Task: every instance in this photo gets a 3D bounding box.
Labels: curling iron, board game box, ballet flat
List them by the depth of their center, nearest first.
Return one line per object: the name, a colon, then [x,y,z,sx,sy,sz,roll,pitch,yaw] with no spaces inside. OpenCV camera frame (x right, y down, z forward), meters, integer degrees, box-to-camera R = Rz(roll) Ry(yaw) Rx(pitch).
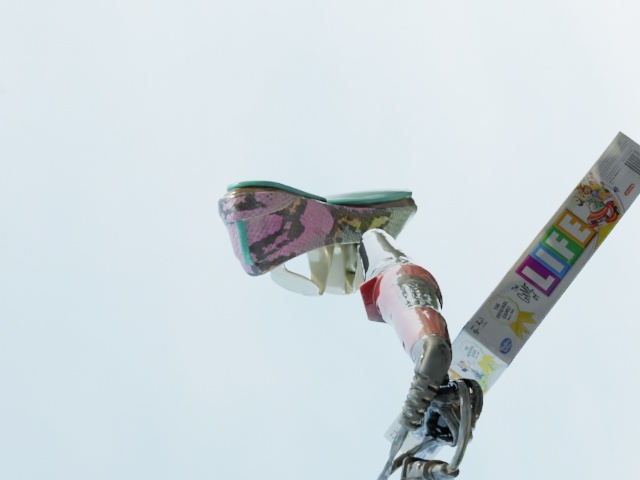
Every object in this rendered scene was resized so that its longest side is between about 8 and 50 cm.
curling iron: [0.033,0.038,0.876,0.035,0.068,0.274,13,-164,-9]
board game box: [0.095,0.027,0.925,0.026,0.103,0.154,38,-128,6]
ballet flat: [0.000,0.000,1.372,0.221,0.077,0.079,0,-92,-61]
